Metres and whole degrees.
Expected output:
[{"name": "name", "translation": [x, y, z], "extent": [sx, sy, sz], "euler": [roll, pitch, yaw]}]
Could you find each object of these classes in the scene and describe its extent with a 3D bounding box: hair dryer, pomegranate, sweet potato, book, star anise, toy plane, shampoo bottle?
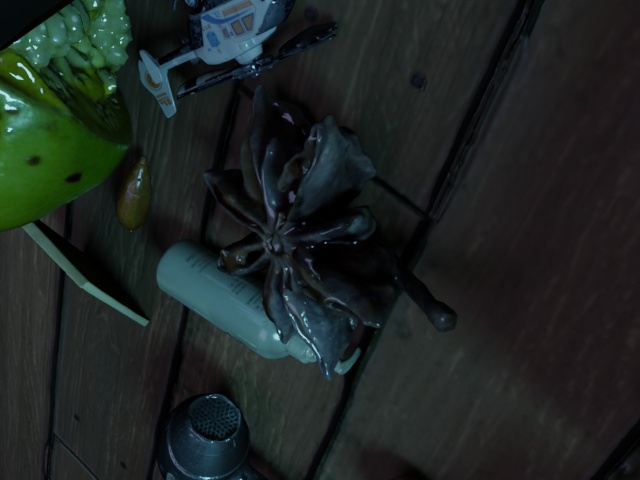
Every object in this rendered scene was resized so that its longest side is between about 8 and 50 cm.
[{"name": "hair dryer", "translation": [-0.058, 0.284, 0.770], "extent": [0.272, 0.091, 0.235], "euler": [40, 142, 14]}, {"name": "pomegranate", "translation": [-0.273, -0.117, 0.578], "extent": [0.261, 0.340, 0.260], "euler": [0, 120, 1]}, {"name": "sweet potato", "translation": [-0.176, -0.040, 0.729], "extent": [0.034, 0.034, 0.095], "euler": [38, 134, 20]}, {"name": "book", "translation": [-0.234, 0.026, 0.759], "extent": [0.118, 0.012, 0.172], "euler": [42, 171, 17]}, {"name": "star anise", "translation": [0.001, 0.000, 0.556], "extent": [0.231, 0.089, 0.209], "euler": [48, 142, 18]}, {"name": "toy plane", "translation": [-0.078, -0.151, 0.573], "extent": [0.197, 0.053, 0.078], "euler": [-15, 110, 41]}, {"name": "shampoo bottle", "translation": [-0.057, 0.063, 0.663], "extent": [0.195, 0.056, 0.056], "euler": [29, 128, 28]}]

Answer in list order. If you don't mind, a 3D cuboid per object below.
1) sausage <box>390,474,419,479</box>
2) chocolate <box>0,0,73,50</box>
[{"name": "sausage", "translation": [0.083, 0.237, 0.629], "extent": [0.094, 0.059, 0.054], "euler": [47, 128, 16]}, {"name": "chocolate", "translation": [-0.217, -0.339, 0.437], "extent": [0.297, 0.314, 0.326], "euler": [44, 170, 42]}]
